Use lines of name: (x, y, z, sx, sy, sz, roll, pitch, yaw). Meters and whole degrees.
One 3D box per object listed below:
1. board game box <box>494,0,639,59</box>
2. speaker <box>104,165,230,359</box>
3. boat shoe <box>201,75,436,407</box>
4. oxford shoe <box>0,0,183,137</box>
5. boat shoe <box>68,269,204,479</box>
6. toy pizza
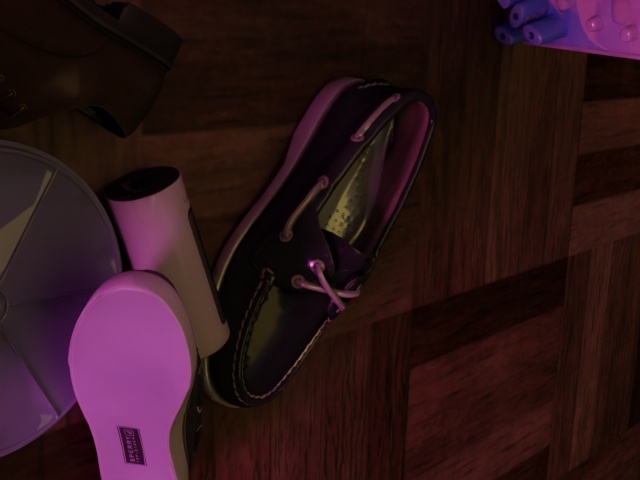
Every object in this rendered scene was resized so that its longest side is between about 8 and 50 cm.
board game box: (0.268, -0.329, 0.705, 0.050, 0.390, 0.389, -22, 117, -24)
speaker: (-0.107, 0.017, 0.621, 0.055, 0.055, 0.136, -36, 124, -37)
boat shoe: (0.000, 0.000, 0.707, 0.114, 0.091, 0.302, 32, 76, -47)
oxford shoe: (-0.178, -0.113, 0.490, 0.227, 0.083, 0.096, 20, 89, -48)
boat shoe: (-0.111, 0.096, 0.591, 0.076, 0.080, 0.228, -75, 170, -50)
toy pizza: (-0.209, 0.038, 0.531, 0.201, 0.032, 0.201, -15, 110, -46)
